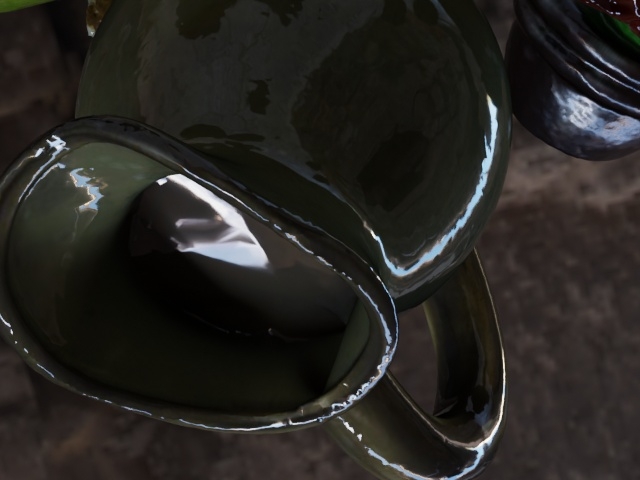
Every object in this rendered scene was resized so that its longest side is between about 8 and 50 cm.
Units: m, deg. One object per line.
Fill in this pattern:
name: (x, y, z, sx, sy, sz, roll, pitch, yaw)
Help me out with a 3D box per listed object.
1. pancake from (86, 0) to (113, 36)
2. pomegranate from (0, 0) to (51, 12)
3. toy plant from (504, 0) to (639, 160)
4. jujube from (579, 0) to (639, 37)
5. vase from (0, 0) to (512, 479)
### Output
pancake: (-0.116, -0.246, 1.385, 0.266, 0.244, 0.057, 36, -161, 28)
pomegranate: (-0.250, -0.280, 1.317, 0.159, 0.241, 0.190, 2, -179, -5)
toy plant: (0.239, -0.175, 1.405, 0.235, 0.175, 0.218, -57, -178, 31)
jujube: (0.219, -0.189, 1.146, 0.155, 0.230, 0.155, -39, -148, 30)
vase: (0.000, 0.000, 1.019, 0.241, 0.329, 0.302, -28, -157, 29)
